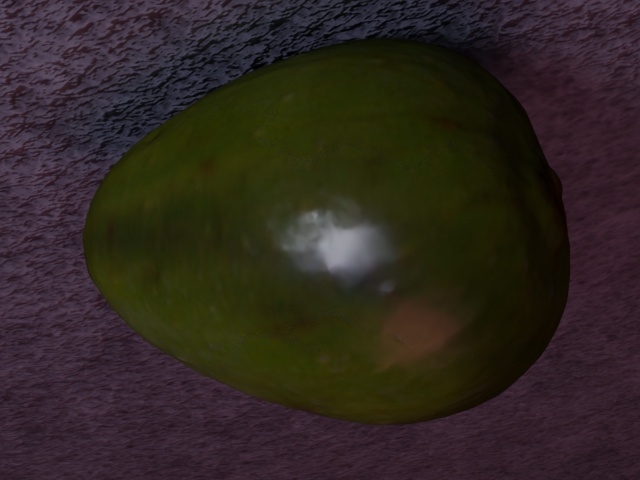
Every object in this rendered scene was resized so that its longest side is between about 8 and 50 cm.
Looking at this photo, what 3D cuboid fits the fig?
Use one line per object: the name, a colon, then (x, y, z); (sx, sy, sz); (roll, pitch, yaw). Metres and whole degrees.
fig: (0.000, 0.000, 1.028); (0.326, 0.258, 0.258); (-4, 160, 13)
